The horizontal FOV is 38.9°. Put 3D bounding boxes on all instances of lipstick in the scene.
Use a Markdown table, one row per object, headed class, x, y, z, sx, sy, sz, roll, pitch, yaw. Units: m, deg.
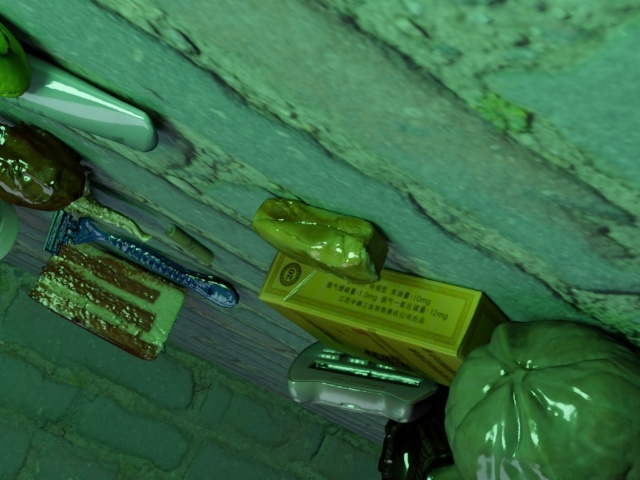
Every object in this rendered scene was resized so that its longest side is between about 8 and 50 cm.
| class | x | y | z | sx | sy | sz | roll | pitch | yaw |
| --- | --- | --- | --- | --- | --- | --- | --- | --- | --- |
| lipstick | -0.182 | 0.006 | 1.266 | 0.019 | 0.019 | 0.094 | 14 | 163 | 37 |

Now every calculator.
| class | x | y | z | sx | sy | sz | roll | pitch | yaw |
| --- | --- | --- | --- | --- | --- | --- | --- | --- | --- |
| calculator | 0.069 | 0.169 | 1.164 | 0.194 | 0.043 | 0.294 | 7 | -171 | 15 |

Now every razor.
| class | x | y | z | sx | sy | sz | roll | pitch | yaw |
| --- | --- | --- | --- | --- | --- | --- | --- | --- | --- |
| razor | -0.280 | 0.030 | 1.466 | 0.324 | 0.093 | 0.056 | 22 | -154 | -7 |

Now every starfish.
| class | x | y | z | sx | sy | sz | roll | pitch | yaw |
| --- | --- | --- | --- | --- | --- | --- | --- | --- | --- |
| starfish | -0.370 | -0.079 | 1.208 | 0.295 | 0.048 | 0.231 | 33 | 164 | -28 |

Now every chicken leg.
| class | x | y | z | sx | sy | sz | roll | pitch | yaw |
| --- | --- | --- | --- | --- | --- | --- | --- | --- | --- |
| chicken leg | -0.403 | -0.129 | 1.020 | 0.304 | 0.093 | 0.113 | 35 | 176 | -23 |

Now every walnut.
| class | x | y | z | sx | sy | sz | roll | pitch | yaw |
| --- | --- | --- | --- | --- | --- | --- | --- | --- | --- |
| walnut | 0.227 | 0.180 | 0.859 | 0.224 | 0.224 | 0.224 | 23 | 166 | 6 |

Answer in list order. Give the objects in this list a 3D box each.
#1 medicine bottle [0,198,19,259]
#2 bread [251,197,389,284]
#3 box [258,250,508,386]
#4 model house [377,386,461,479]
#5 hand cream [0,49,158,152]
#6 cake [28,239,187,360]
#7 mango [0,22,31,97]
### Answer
| class | x | y | z | sx | sy | sz | roll | pitch | yaw |
| --- | --- | --- | --- | --- | --- | --- | --- | --- | --- |
| medicine bottle | -0.599 | -0.066 | 1.391 | 0.170 | 0.170 | 0.293 | 19 | 166 | 19 |
| bread | 0.000 | 0.000 | 0.871 | 0.132 | 0.053 | 0.074 | 20 | 165 | 25 |
| box | 0.085 | 0.094 | 1.032 | 0.274 | 0.076 | 0.174 | 13 | 160 | 39 |
| model house | 0.204 | 0.331 | 1.114 | 0.297 | 0.317 | 0.282 | 5 | -178 | -9 |
| hand cream | -0.262 | -0.142 | 0.807 | 0.255 | 0.048 | 0.079 | 23 | 169 | -5 |
| cake | -0.405 | 0.107 | 1.730 | 0.262 | 0.158 | 0.159 | 29 | 164 | -11 |
| mango | -0.313 | -0.167 | 0.735 | 0.165 | 0.074 | 0.091 | 23 | 140 | -23 |
